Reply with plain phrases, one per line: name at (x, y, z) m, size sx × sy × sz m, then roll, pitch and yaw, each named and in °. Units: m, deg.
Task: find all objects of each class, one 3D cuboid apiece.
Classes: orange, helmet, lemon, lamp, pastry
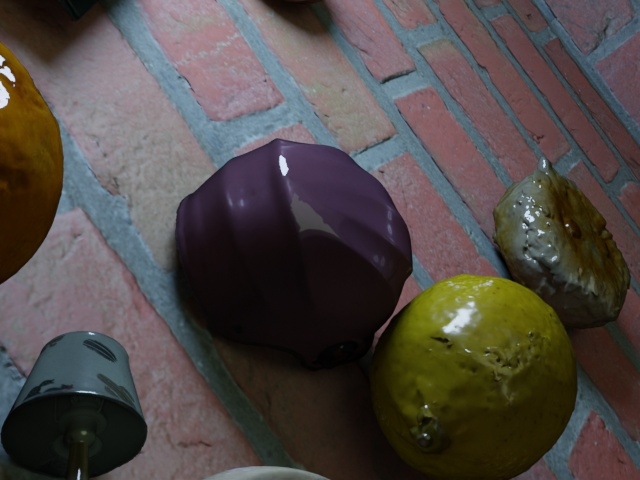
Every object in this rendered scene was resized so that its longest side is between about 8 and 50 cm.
orange at (-0.340, -0.065, 0.649) m, size 0.261 × 0.261 × 0.261 m, roll 28°, pitch 43°, yaw -30°
helmet at (0.000, 0.000, 0.995) m, size 0.338 × 0.197 × 0.271 m, roll 19°, pitch 46°, yaw -36°
lemon at (0.184, 0.172, 1.007) m, size 0.310 × 0.253 × 0.253 m, roll -26°, pitch 81°, yaw -51°
lamp at (-0.206, 0.180, 0.679) m, size 0.121 × 0.121 × 0.215 m, roll 27°, pitch 32°, yaw -31°
pastry at (0.438, 0.019, 1.496) m, size 0.329 × 0.136 × 0.330 m, roll 28°, pitch 44°, yaw -31°

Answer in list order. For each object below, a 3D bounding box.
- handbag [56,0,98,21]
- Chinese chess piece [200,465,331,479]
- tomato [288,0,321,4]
handbag at (-0.332, -0.438, 1.019) m, size 0.269 × 0.100 × 0.274 m, roll 48°, pitch 26°, yaw -18°
Chinese chess piece at (-0.044, 0.366, 0.690) m, size 0.338 × 0.140 × 0.338 m, roll 28°, pitch 43°, yaw -29°
tomato at (-0.030, -0.497, 1.415) m, size 0.155 × 0.180 × 0.214 m, roll 52°, pitch 40°, yaw -32°
